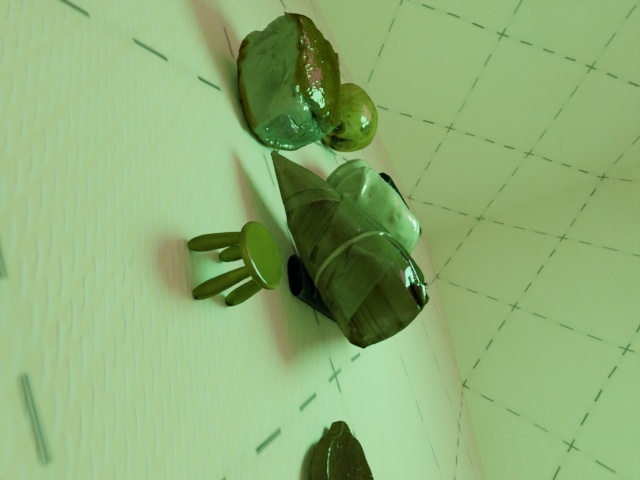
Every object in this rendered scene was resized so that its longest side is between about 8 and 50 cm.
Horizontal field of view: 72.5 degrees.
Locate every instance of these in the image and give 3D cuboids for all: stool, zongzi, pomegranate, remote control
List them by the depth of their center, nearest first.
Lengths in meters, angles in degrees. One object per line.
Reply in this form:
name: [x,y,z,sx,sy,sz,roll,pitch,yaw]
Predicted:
stool: [-0.132,0.038,0.692,0.135,0.110,0.134,-74,141,-61]
zongzi: [0.092,0.014,1.103,0.467,0.218,0.500,63,10,14]
remote control: [0.026,0.153,1.121,0.377,0.044,0.107,44,27,-53]
pomegranate: [0.101,-0.464,1.660,0.260,0.260,0.261,54,24,-38]

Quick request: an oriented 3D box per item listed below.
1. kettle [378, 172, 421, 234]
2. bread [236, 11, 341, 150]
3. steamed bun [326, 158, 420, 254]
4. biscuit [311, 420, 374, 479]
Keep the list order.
kettle: [0.262,-0.098,1.881,0.308,0.262,0.203,55,-12,-29]
bread: [-0.077,-0.379,1.098,0.250,0.224,0.279,-1,83,-64]
steamed bun: [0.144,-0.075,1.390,0.352,0.247,0.339,45,8,2]
biscuit: [0.054,0.498,0.833,0.257,0.049,0.273,-33,104,-74]
